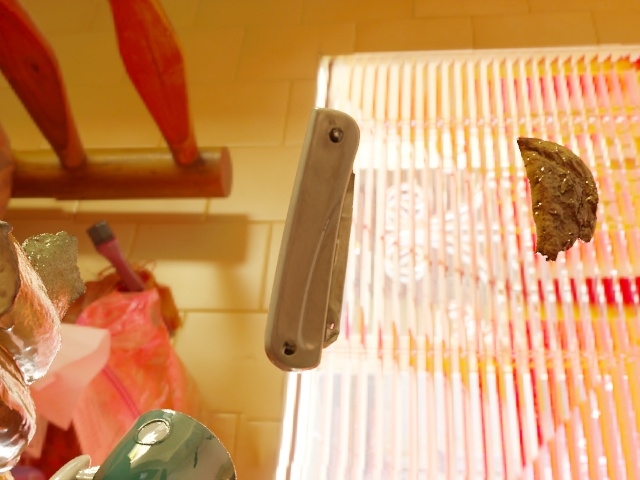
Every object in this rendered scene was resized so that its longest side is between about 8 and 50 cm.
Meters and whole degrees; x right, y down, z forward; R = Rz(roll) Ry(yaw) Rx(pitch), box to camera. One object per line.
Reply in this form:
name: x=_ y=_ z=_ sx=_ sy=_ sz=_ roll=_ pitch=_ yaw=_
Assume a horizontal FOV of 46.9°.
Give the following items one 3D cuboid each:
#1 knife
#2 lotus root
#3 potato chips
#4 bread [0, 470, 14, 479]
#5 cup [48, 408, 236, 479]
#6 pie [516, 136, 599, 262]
knife: x=-0.003 y=-0.001 z=0.733 sx=0.040 sy=0.073 sz=0.265 roll=126 pitch=-27 yaw=-79
lotus root: x=-0.408 y=0.128 z=0.818 sx=0.250 sy=0.316 sz=0.316 roll=68 pitch=22 yaw=-61
potato chips: x=-0.532 y=0.092 z=1.470 sx=0.167 sy=0.059 sz=0.228 roll=2 pitch=73 yaw=-72
bread: x=-0.773 y=0.500 z=1.464 sx=0.361 sy=0.250 sz=0.394 roll=-67 pitch=144 yaw=-44
cup: x=-0.209 y=0.323 z=0.890 sx=0.173 sy=0.300 sz=0.167 roll=-51 pitch=139 yaw=-57
pie: x=0.298 y=-0.055 z=0.921 sx=0.034 sy=0.092 sz=0.169 roll=65 pitch=23 yaw=-71
